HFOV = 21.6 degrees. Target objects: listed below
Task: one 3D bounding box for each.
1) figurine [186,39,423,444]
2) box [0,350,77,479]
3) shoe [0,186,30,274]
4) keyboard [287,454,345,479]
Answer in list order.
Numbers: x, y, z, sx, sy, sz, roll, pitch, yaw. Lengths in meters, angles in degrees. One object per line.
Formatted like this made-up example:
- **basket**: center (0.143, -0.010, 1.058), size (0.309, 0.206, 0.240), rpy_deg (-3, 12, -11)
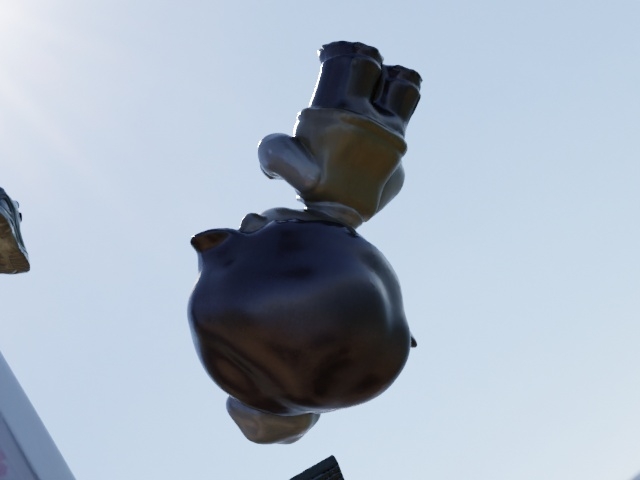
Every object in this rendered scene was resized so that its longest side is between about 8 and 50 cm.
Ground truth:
- **figurine**: center (-0.015, -0.004, 1.618), size (0.206, 0.365, 0.218), rpy_deg (-11, -29, 33)
- **box**: center (-0.327, 0.268, 1.635), size (0.190, 0.370, 0.112), rpy_deg (-36, -15, 15)
- **shoe**: center (-0.462, -0.024, 2.446), size (0.071, 0.099, 0.169), rpy_deg (-4, -38, 6)
- **keyboard**: center (-0.033, 0.353, 2.222), size (0.196, 0.074, 0.015), rpy_deg (-23, 8, -43)
